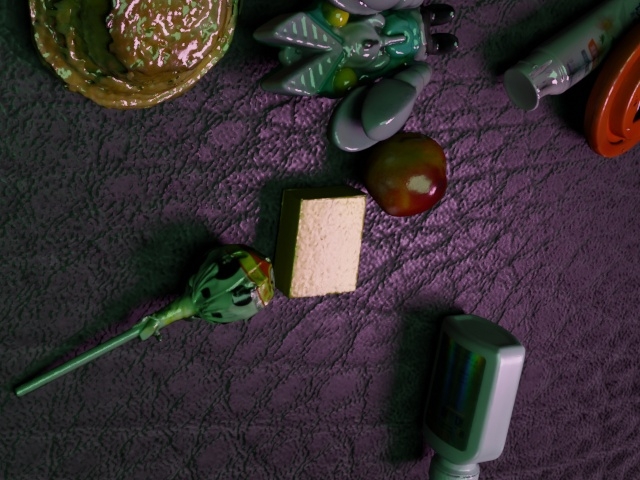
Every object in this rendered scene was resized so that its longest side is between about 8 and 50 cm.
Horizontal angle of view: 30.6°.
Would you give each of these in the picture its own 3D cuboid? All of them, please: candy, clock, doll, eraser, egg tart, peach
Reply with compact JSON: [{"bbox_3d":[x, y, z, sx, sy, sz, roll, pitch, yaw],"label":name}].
[{"bbox_3d":[-0.188,0.096,1.262,0.305,0.091,0.083,-28,126,-13],"label":"candy"},{"bbox_3d":[0.416,-0.199,1.517,0.205,0.051,0.205,-34,143,-30],"label":"clock"},{"bbox_3d":[0.051,-0.224,1.240,0.258,0.153,0.195,-48,118,-30],"label":"doll"},{"bbox_3d":[0.000,0.000,1.362,0.097,0.045,0.122,-3,111,-32],"label":"eraser"},{"bbox_3d":[-0.162,-0.230,1.117,0.241,0.106,0.241,-18,122,-31],"label":"egg tart"},{"bbox_3d":[0.098,-0.077,1.367,0.101,0.101,0.100,-14,117,-29],"label":"peach"}]

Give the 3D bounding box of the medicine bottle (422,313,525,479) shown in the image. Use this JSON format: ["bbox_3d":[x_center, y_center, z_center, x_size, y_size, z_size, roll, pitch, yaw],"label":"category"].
[{"bbox_3d":[0.194,0.221,1.541,0.083,0.121,0.228,-5,113,-33],"label":"medicine bottle"}]

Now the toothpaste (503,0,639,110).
[{"bbox_3d":[0.364,-0.268,1.486,0.323,0.066,0.100,-35,131,-23],"label":"toothpaste"}]
